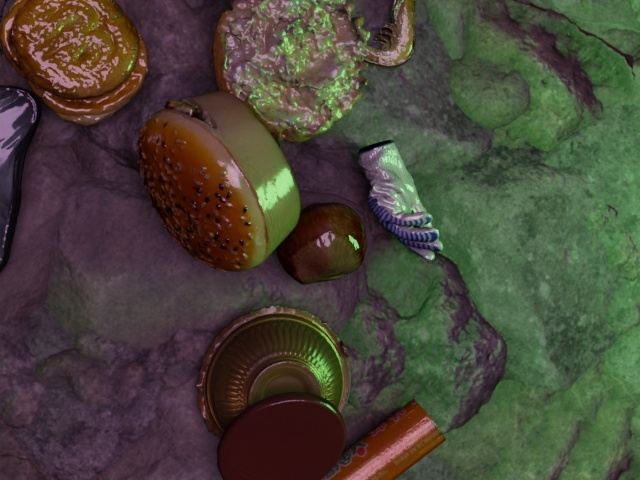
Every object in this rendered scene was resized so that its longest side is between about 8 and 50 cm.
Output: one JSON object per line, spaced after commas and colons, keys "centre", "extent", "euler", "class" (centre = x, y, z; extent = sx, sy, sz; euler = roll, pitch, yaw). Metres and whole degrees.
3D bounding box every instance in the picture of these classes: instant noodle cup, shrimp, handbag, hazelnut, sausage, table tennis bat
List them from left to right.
{"centre": [-0.563, -0.111, 1.631], "extent": [0.191, 0.075, 0.332], "euler": [14, 97, -4], "class": "handbag"}
{"centre": [-0.089, 0.365, 1.685], "extent": [0.200, 0.038, 0.310], "euler": [33, 112, -27], "class": "table tennis bat"}
{"centre": [-0.066, 0.248, 1.715], "extent": [0.273, 0.090, 0.274], "euler": [-2, 98, -15], "class": "instant noodle cup"}
{"centre": [0.000, 0.000, 1.733], "extent": [0.154, 0.143, 0.143], "euler": [-19, 93, 6], "class": "hazelnut"}
{"centre": [0.065, 0.398, 1.760], "extent": [0.312, 0.093, 0.093], "euler": [-36, 96, -9], "class": "sausage"}
{"centre": [0.109, -0.392, 1.805], "extent": [0.124, 0.034, 0.178], "euler": [2, 94, -5], "class": "shrimp"}

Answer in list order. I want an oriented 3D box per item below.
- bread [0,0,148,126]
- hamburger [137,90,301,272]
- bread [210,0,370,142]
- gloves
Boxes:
{"centre": [-0.392, -0.310, 1.658], "extent": [0.198, 0.120, 0.236], "euler": [-42, 99, -17], "class": "bread"}
{"centre": [-0.169, -0.088, 1.625], "extent": [0.176, 0.300, 0.300], "euler": [-31, 96, -25], "class": "hamburger"}
{"centre": [-0.053, -0.298, 1.704], "extent": [0.274, 0.149, 0.274], "euler": [-2, 97, -16], "class": "bread"}
{"centre": [0.138, -0.066, 1.778], "extent": [0.229, 0.097, 0.119], "euler": [59, 35, 2], "class": "gloves"}
